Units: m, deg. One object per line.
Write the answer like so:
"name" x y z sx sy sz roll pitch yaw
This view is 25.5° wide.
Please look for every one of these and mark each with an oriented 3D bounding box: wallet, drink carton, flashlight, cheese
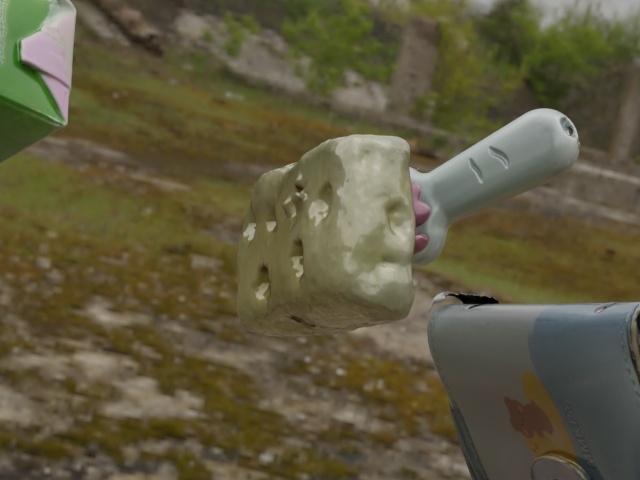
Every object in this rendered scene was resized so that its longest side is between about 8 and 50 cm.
"wallet" 0.158 0.107 0.842 0.069 0.170 0.231 -25 9 -24
"drink carton" -0.316 -0.143 0.956 0.161 0.108 0.271 -22 -32 38
"flashlight" 0.128 -0.050 1.211 0.200 0.093 0.047 -27 -20 17
"cheese" -0.002 0.000 1.202 0.093 0.159 0.263 10 -13 -20
